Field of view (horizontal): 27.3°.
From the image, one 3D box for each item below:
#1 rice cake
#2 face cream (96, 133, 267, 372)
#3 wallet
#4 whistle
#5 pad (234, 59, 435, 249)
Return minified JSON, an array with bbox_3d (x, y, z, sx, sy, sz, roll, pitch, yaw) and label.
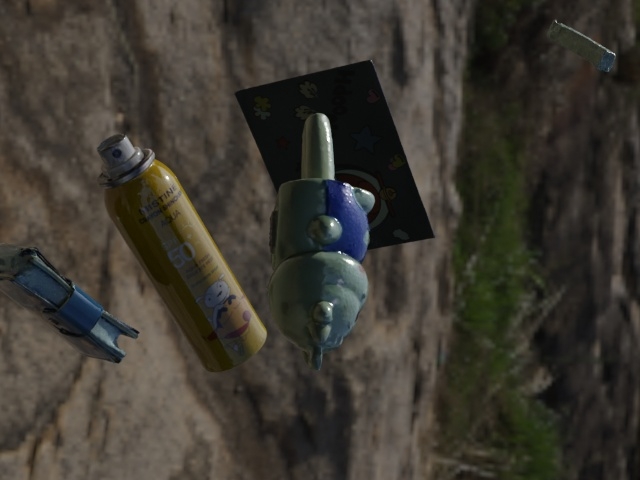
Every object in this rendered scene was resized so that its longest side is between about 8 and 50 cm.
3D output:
[{"bbox_3d":[0.274,-0.207,1.393,0.022,0.021,0.121,-64,-153,16],"label":"rice cake"},{"bbox_3d":[-0.196,0.013,1.771,0.349,0.105,0.105,61,34,-22],"label":"face cream"},{"bbox_3d":[-0.342,0.082,1.699,0.202,0.141,0.059,44,64,-32],"label":"wallet"},{"bbox_3d":[0.000,0.000,1.167,0.110,0.092,0.244,105,-12,-63],"label":"whistle"},{"bbox_3d":[0.017,-0.085,1.516,0.006,0.170,0.245,-73,147,-52],"label":"pad"}]
